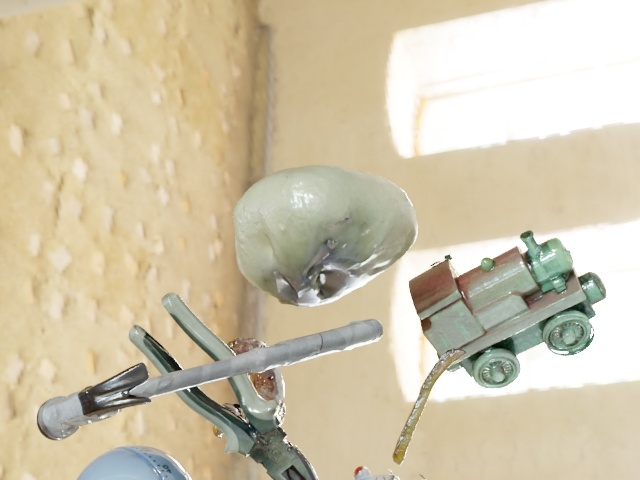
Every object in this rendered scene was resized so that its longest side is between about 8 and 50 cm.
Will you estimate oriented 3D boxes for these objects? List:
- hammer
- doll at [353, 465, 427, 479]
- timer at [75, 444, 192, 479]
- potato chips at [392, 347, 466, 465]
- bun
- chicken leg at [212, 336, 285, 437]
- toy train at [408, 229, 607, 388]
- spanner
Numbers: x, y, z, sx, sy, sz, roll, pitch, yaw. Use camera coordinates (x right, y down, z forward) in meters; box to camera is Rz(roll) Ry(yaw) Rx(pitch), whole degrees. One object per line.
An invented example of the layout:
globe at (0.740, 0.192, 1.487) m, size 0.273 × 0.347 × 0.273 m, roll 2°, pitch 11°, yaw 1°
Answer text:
hammer at (-0.096, 0.137, 1.231) m, size 0.426 × 0.152 × 0.044 m, roll -10°, pitch -102°, yaw -44°
doll at (0.138, 0.390, 1.495) m, size 0.215 × 0.256 × 0.161 m, roll 177°, pitch 102°, yaw -80°
timer at (-0.269, 0.340, 1.334) m, size 0.175 × 0.255 × 0.175 m, roll 45°, pitch 144°, yaw 47°
potato chips at (0.160, 0.252, 1.730) m, size 0.204 × 0.037 × 0.026 m, roll -61°, pitch -11°, yaw -1°
bun at (0.001, 0.002, 1.620) m, size 0.273 × 0.272 × 0.168 m, roll 52°, pitch -153°, yaw -60°
chicken leg at (-0.124, 0.282, 2.051) m, size 0.158 × 0.096 × 0.407 m, roll 57°, pitch -169°, yaw -9°
toy train at (0.308, 0.105, 1.849) m, size 0.221 × 0.304 × 0.150 m, roll 53°, pitch -164°, yaw -30°
spanner at (-0.106, 0.207, 1.404) m, size 0.325 × 0.095 × 0.040 m, roll 48°, pitch -169°, yaw 3°
